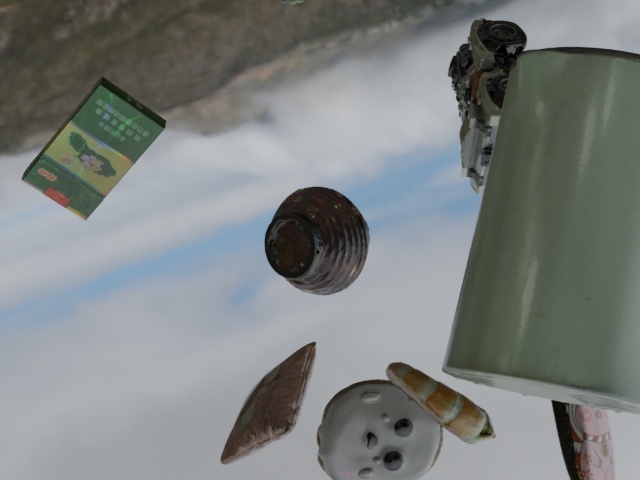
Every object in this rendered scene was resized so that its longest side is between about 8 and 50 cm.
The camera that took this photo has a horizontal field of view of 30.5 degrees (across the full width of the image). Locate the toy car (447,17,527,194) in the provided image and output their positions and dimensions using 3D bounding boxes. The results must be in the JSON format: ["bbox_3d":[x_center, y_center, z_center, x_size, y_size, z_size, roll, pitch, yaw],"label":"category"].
[{"bbox_3d":[0.261,-0.212,1.823,0.118,0.193,0.301,0,-137,-3],"label":"toy car"}]

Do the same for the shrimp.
[{"bbox_3d":[0.151,0.216,1.539,0.049,0.161,0.166,-54,176,-10],"label":"shrimp"}]

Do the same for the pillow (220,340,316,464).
[{"bbox_3d":[-0.099,0.332,2.370,0.236,0.084,0.223,-38,-159,40],"label":"pillow"}]

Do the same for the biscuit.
[{"bbox_3d":[0.097,0.319,1.911,0.208,0.181,0.049,3,-175,2],"label":"biscuit"}]

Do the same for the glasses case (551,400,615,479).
[{"bbox_3d":[0.425,0.285,1.909,0.067,0.267,0.103,-15,171,36],"label":"glasses case"}]

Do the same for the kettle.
[{"bbox_3d":[0.336,0.003,1.349,0.361,0.377,0.250,16,170,-31],"label":"kettle"}]

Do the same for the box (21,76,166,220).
[{"bbox_3d":[-0.376,-0.148,1.940,0.235,0.132,0.034,-44,-155,25],"label":"box"}]

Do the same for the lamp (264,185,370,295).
[{"bbox_3d":[0.000,0.000,2.517,0.247,0.247,0.247,-17,-169,3],"label":"lamp"}]

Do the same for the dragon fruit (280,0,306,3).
[{"bbox_3d":[-0.054,-0.458,1.618,0.192,0.274,0.193,-12,171,-24],"label":"dragon fruit"}]
